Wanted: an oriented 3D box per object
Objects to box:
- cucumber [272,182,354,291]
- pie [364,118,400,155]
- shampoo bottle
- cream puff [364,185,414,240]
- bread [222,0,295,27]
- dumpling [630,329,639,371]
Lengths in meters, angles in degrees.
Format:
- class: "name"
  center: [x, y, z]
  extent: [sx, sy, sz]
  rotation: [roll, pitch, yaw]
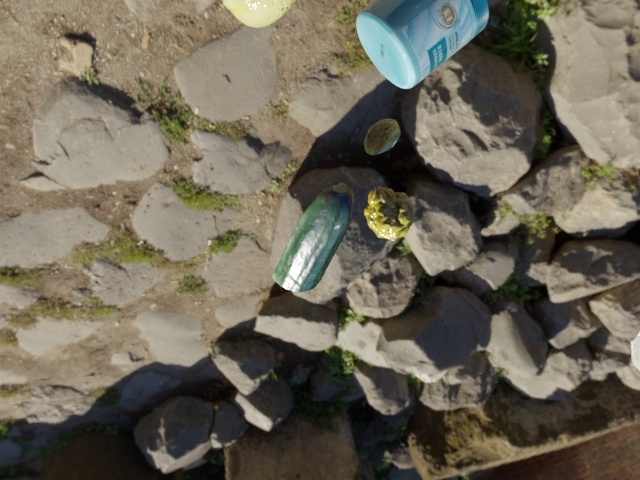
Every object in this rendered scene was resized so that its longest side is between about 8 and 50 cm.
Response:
- class: "cucumber"
  center: [0.000, 0.000, 0.861]
  extent: [0.115, 0.063, 0.243]
  rotation: [-10, 139, -34]
- class: "pie"
  center: [0.119, -0.201, 0.882]
  extent: [0.017, 0.085, 0.085]
  rotation: [27, 119, -38]
- class: "shampoo bottle"
  center: [0.351, -0.776, 1.629]
  extent: [0.343, 0.331, 0.331]
  rotation: [-39, 139, 0]
- class: "cream puff"
  center: [0.185, -0.079, 1.238]
  extent: [0.146, 0.146, 0.116]
  rotation: [-31, 161, 9]
- class: "bread"
  center: [-0.163, -0.825, 1.418]
  extent: [0.237, 0.320, 0.320]
  rotation: [31, 119, -14]
- class: "dumpling"
  center: [0.817, 0.251, 0.972]
  extent: [0.205, 0.163, 0.293]
  rotation: [13, 143, -22]
